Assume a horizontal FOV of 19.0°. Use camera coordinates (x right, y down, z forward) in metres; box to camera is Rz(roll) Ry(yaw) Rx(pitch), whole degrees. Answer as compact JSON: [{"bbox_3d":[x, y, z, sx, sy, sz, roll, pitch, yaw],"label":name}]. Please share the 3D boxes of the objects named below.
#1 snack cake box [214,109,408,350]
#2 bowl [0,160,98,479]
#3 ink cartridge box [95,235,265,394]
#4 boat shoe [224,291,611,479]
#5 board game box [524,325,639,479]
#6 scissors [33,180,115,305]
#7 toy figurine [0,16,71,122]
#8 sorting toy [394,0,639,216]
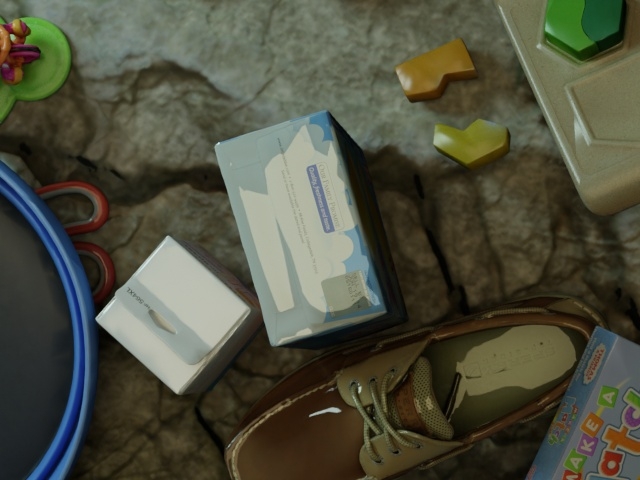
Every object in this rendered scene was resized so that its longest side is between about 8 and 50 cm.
[{"bbox_3d":[0.000,0.000,1.453,0.089,0.264,0.152,-17,85,5],"label":"snack cake box"},{"bbox_3d":[-0.365,0.088,1.559,0.391,0.077,0.391,1,97,9],"label":"bowl"},{"bbox_3d":[-0.106,0.060,1.523,0.092,0.143,0.090,41,92,7],"label":"ink cartridge box"},{"bbox_3d":[0.075,0.121,1.511,0.324,0.120,0.122,-24,84,4],"label":"boat shoe"},{"bbox_3d":[0.267,0.178,1.476,0.211,0.039,0.160,25,90,-24],"label":"board game box"},{"bbox_3d":[-0.310,0.039,1.613,0.297,0.021,0.109,-19,87,6],"label":"scissors"},{"bbox_3d":[-0.303,-0.150,1.550,0.173,0.159,0.130,-6,86,5],"label":"toy figurine"},{"bbox_3d":[0.223,-0.140,1.521,0.307,0.041,0.229,-24,68,7],"label":"sorting toy"}]
